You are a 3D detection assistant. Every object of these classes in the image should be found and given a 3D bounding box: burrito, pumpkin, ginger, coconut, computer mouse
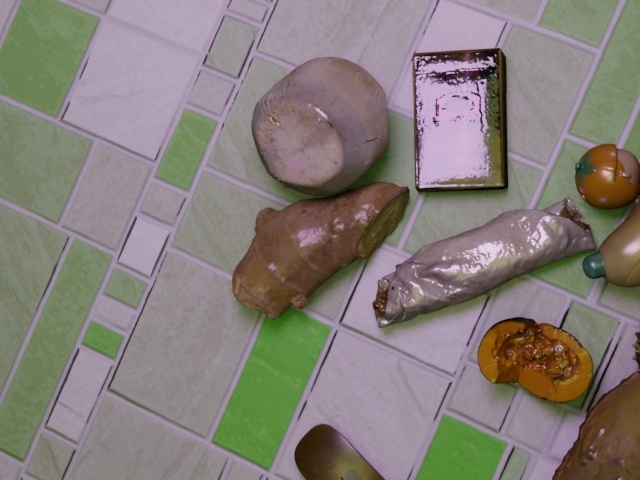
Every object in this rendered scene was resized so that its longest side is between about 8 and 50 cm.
[{"bbox_3d":[0.265,0.034,1.569,0.392,0.076,0.117,-23,76,7],"label":"burrito"},{"bbox_3d":[0.349,0.190,1.523,0.184,0.107,0.118,21,97,4],"label":"pumpkin"},{"bbox_3d":[0.000,0.000,1.602,0.354,0.126,0.189,-26,71,6],"label":"ginger"},{"bbox_3d":[0.005,-0.195,1.569,0.227,0.230,0.227,10,117,19],"label":"coconut"},{"bbox_3d":[0.042,0.408,1.599,0.102,0.045,0.199,-46,78,7],"label":"computer mouse"}]

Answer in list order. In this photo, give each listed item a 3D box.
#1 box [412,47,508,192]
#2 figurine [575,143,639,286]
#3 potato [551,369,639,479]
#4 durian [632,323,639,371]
[{"bbox_3d":[0.240,-0.204,1.594,0.160,0.071,0.240,-1,87,13],"label":"box"},{"bbox_3d":[0.519,-0.083,1.500,0.222,0.124,0.324,10,83,10],"label":"figurine"},{"bbox_3d":[0.543,0.429,1.306,0.386,0.319,0.442,-26,98,3],"label":"potato"},{"bbox_3d":[0.567,0.194,1.473,0.108,0.119,0.186,-39,81,2],"label":"durian"}]
